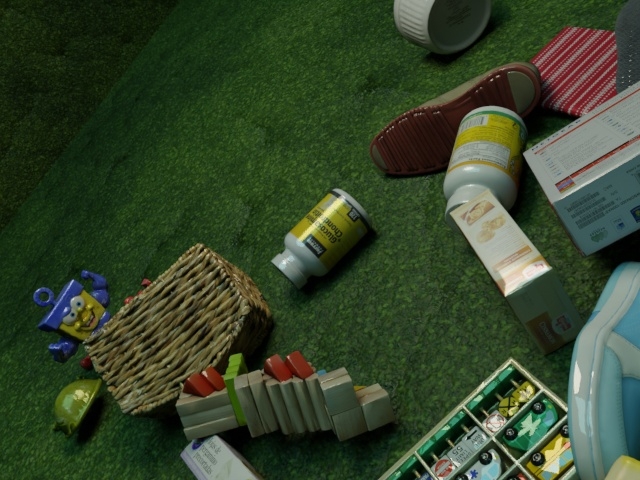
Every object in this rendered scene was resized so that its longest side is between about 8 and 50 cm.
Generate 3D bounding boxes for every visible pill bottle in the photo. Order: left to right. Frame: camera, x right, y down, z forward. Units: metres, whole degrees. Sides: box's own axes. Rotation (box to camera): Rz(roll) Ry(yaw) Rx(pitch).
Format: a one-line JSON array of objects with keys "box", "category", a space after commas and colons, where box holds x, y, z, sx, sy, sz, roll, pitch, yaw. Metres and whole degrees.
[{"box": [0.000, 0.000, 1.183, 0.184, 0.103, 0.103, -45, 36, -7], "category": "pill bottle"}, {"box": [0.266, -0.110, 1.048, 0.118, 0.117, 0.208, -8, 46, 36], "category": "pill bottle"}]

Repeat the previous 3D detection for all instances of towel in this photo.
[{"box": [0.475, -0.293, 1.131, 0.199, 0.031, 0.275, -44, 35, -6], "category": "towel"}]

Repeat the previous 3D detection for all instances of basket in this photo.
[{"box": [-0.233, 0.191, 1.199, 0.299, 0.223, 0.213, -41, 68, -2], "category": "basket"}]

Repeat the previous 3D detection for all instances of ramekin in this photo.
[{"box": [0.275, -0.507, 1.403, 0.207, 0.207, 0.109, -38, 45, 4], "category": "ramekin"}]

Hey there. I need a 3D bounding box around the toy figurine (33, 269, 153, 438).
[{"box": [-0.517, 0.191, 1.325, 0.191, 0.217, 0.362, -12, 44, 47], "category": "toy figurine"}]

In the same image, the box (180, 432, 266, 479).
[{"box": [-0.106, 0.348, 0.884, 0.063, 0.067, 0.324, -49, 24, -15], "category": "box"}]

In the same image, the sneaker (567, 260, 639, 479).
[{"box": [0.379, 0.124, 0.639, 0.208, 0.127, 0.319, -1, 33, 39], "category": "sneaker"}]

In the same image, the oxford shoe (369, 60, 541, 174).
[{"box": [0.254, -0.224, 1.209, 0.348, 0.123, 0.130, -20, 16, 33], "category": "oxford shoe"}]

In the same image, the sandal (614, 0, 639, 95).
[{"box": [0.529, -0.316, 1.045, 0.097, 0.054, 0.254, -5, 58, 49], "category": "sandal"}]

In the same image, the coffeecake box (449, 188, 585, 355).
[{"box": [0.264, 0.040, 0.868, 0.068, 0.142, 0.185, -33, 36, 10], "category": "coffeecake box"}]

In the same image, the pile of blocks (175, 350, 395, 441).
[{"box": [-0.064, 0.210, 0.965, 0.362, 0.112, 0.149, -8, 17, 26], "category": "pile of blocks"}]

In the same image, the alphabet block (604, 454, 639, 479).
[{"box": [0.297, 0.323, 0.497, 0.193, 0.192, 0.197, 19, 67, 48], "category": "alphabet block"}]

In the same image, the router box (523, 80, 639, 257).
[{"box": [0.445, -0.142, 0.826, 0.335, 0.082, 0.301, -32, 10, 20], "category": "router box"}]

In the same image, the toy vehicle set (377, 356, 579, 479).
[{"box": [0.190, 0.282, 0.767, 0.267, 0.035, 0.166, -42, 35, -3], "category": "toy vehicle set"}]
